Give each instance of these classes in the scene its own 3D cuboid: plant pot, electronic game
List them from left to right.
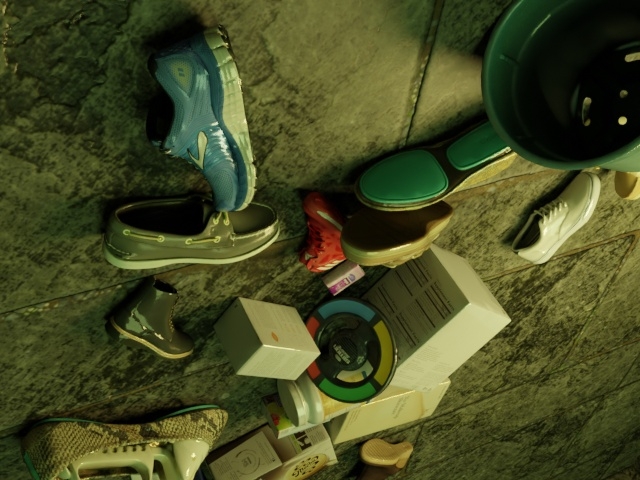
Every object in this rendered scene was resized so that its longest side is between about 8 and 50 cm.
[{"bbox_3d":[0.059,0.232,1.820,0.229,0.229,0.048,-49,161,22],"label":"electronic game"},{"bbox_3d":[0.510,-0.269,1.502,0.341,0.341,0.334,-49,150,22],"label":"plant pot"}]

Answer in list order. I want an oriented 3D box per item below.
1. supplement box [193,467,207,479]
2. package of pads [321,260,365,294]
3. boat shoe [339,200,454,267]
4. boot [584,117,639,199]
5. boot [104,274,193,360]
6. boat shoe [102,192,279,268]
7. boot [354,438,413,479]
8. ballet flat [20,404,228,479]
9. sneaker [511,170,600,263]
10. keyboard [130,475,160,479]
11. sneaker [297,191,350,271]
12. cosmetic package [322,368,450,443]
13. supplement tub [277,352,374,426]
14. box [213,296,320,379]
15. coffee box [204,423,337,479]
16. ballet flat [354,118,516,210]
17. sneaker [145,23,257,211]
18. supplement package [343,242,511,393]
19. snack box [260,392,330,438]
[{"bbox_3d":[-0.408,0.735,2.072,0.356,0.194,0.195,-22,143,-8],"label":"supplement box"},{"bbox_3d":[0.048,0.074,1.786,0.083,0.032,0.050,-34,142,2],"label":"package of pads"},{"bbox_3d":[0.142,0.001,1.614,0.341,0.121,0.110,-19,138,-52],"label":"boat shoe"},{"bbox_3d":[0.644,-0.182,1.874,0.203,0.095,0.262,-18,137,-22],"label":"boot"},{"bbox_3d":[-0.280,0.145,1.590,0.137,0.077,0.198,-49,143,14],"label":"boot"},{"bbox_3d":[-0.202,-0.024,1.410,0.305,0.109,0.091,-8,143,-25],"label":"boat shoe"},{"bbox_3d":[0.151,0.682,2.543,0.248,0.090,0.207,12,124,-49],"label":"boot"},{"bbox_3d":[-0.377,0.456,1.789,0.482,0.182,0.164,6,129,-42],"label":"ballet flat"},{"bbox_3d":[0.536,-0.051,1.959,0.091,0.094,0.258,13,121,-32],"label":"sneaker"},{"bbox_3d":[-0.414,0.594,2.077,0.072,0.014,0.256,-15,141,-15],"label":"keyboard"},{"bbox_3d":[0.000,0.000,1.615,0.128,0.087,0.221,-40,143,9],"label":"sneaker"},{"bbox_3d":[0.159,0.398,2.192,0.309,0.113,0.160,-9,139,-28],"label":"cosmetic package"},{"bbox_3d":[0.014,0.337,1.978,0.199,0.144,0.144,-18,142,-19],"label":"supplement tub"},{"bbox_3d":[-0.108,0.200,1.732,0.170,0.130,0.091,16,124,-46],"label":"box"},{"bbox_3d":[-0.121,0.551,2.152,0.297,0.119,0.168,-26,146,-10],"label":"coffee box"},{"bbox_3d":[0.225,-0.127,1.620,0.348,0.123,0.123,-25,144,-11],"label":"ballet flat"},{"bbox_3d":[-0.180,-0.166,1.270,0.147,0.130,0.330,-13,138,-4],"label":"sneaker"},{"bbox_3d":[0.233,0.172,1.900,0.263,0.198,0.199,-45,143,18],"label":"supplement package"},{"bbox_3d":[-0.058,0.402,2.037,0.141,0.100,0.037,-14,140,-24],"label":"snack box"}]
